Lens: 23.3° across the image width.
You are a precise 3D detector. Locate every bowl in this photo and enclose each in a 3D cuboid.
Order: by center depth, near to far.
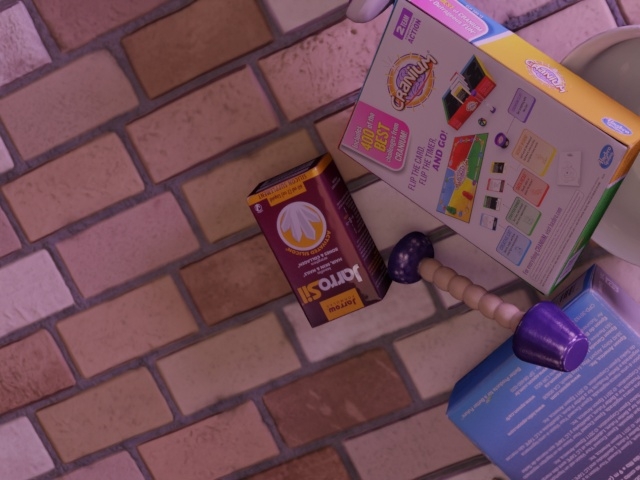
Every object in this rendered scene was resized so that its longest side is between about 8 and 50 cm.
[{"bbox_3d":[0.404,-0.121,1.752,0.297,0.134,0.298,19,126,28],"label":"bowl"}]

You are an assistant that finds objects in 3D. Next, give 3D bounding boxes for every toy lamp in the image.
[{"bbox_3d":[0.199,0.074,1.845,0.274,0.080,0.080,32,115,36],"label":"toy lamp"}]

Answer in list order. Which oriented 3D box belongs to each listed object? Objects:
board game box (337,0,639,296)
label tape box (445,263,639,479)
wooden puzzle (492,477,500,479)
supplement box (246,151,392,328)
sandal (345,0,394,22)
[{"bbox_3d":[0.191,-0.119,1.785,0.316,0.064,0.242,37,133,15],"label":"board game box"},{"bbox_3d":[0.365,0.240,1.912,0.347,0.115,0.249,44,111,-5],"label":"label tape box"},{"bbox_3d":[0.251,0.349,2.025,0.078,0.014,0.116,26,111,9],"label":"wooden puzzle"},{"bbox_3d":[0.000,0.000,1.938,0.104,0.081,0.188,-23,101,19],"label":"supplement box"},{"bbox_3d":[0.139,-0.429,1.734,0.102,0.169,0.416,37,97,8],"label":"sandal"}]
